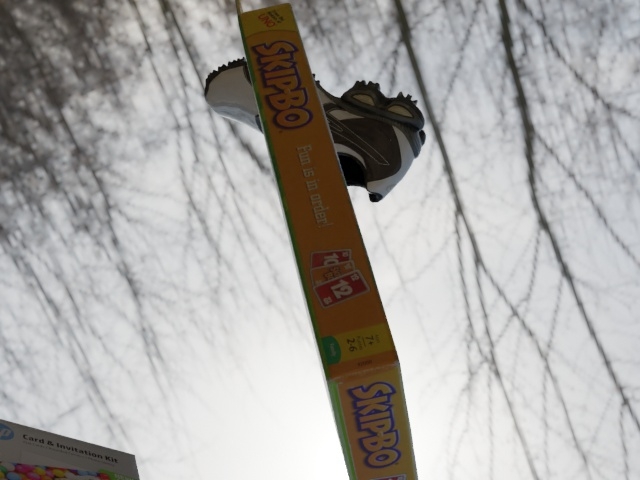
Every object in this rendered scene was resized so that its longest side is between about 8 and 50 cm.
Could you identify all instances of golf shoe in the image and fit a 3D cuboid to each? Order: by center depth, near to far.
[{"bbox_3d":[-0.018,-0.087,1.003,0.198,0.077,0.093,14,-113,25],"label":"golf shoe"}]

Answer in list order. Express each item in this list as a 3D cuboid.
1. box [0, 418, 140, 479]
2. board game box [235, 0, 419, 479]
[{"bbox_3d":[-0.205,0.213,0.974,0.038,0.145,0.186,-64,-157,15],"label":"box"},{"bbox_3d":[0.000,0.000,0.590,0.039,0.124,0.259,-15,-134,-3],"label":"board game box"}]
